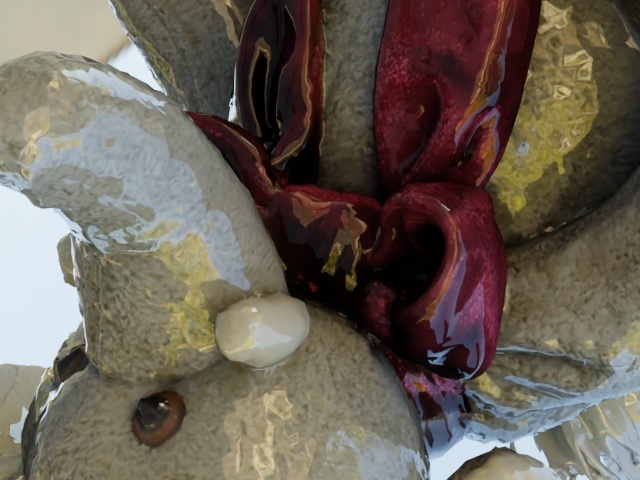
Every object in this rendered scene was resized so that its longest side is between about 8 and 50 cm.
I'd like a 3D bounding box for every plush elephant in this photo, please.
[{"bbox_3d":[0.000,0.000,0.535,0.272,0.330,0.255,13,-141,40],"label":"plush elephant"}]
